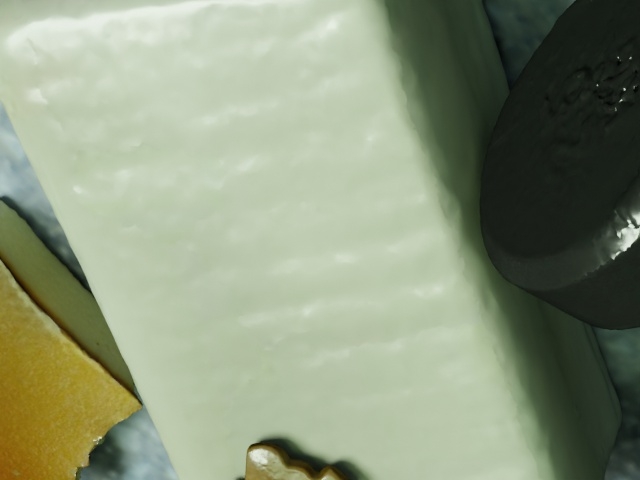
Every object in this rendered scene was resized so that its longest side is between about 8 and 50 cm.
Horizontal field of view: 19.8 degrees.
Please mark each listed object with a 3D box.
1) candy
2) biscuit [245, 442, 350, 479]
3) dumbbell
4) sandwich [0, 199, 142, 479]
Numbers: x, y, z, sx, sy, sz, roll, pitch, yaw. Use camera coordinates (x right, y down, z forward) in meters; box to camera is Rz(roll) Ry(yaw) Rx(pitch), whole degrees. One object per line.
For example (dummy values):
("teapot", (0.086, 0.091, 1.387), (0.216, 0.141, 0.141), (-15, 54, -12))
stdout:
("candy", (-0.003, 0.001, 0.868), (0.208, 0.145, 0.359), (-11, 116, 21))
("biscuit", (-0.019, 0.135, 0.856), (0.082, 0.016, 0.092), (45, 118, -13))
("dumbbell", (0.190, -0.008, 0.770), (0.218, 0.152, 0.152), (28, 125, -25))
("sandwich", (-0.194, 0.091, 1.024), (0.193, 0.058, 0.162), (-35, 106, 27))
